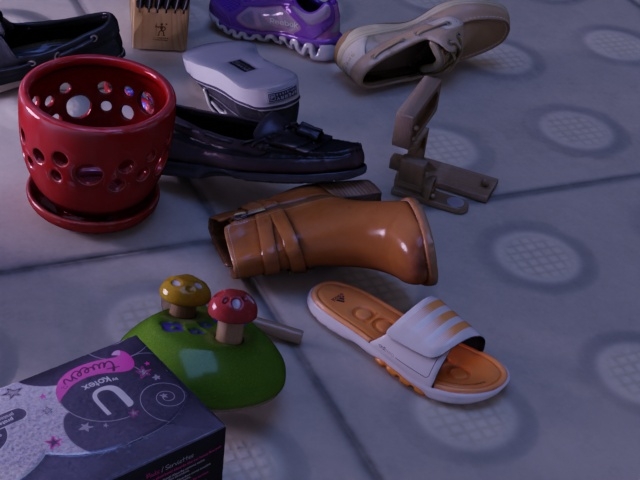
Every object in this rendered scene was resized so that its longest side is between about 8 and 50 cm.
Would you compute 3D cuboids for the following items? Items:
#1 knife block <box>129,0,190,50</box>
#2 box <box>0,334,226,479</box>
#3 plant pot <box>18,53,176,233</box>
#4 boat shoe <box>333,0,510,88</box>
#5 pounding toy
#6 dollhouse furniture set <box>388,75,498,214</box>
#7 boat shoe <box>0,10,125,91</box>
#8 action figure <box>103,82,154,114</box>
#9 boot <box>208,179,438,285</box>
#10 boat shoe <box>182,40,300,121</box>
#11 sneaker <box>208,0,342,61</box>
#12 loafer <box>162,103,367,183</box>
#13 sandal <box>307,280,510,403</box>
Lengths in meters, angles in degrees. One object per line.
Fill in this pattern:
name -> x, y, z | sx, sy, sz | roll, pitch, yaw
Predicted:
knife block -> -0.247, -0.430, 2.049 | 0.088, 0.242, 0.276 | 2, 35, -11
box -> -0.232, 0.216, 1.208 | 0.247, 0.142, 0.163 | -20, 43, -35
plant pot -> -0.278, -0.113, 1.645 | 0.191, 0.174, 0.191 | 5, 34, -3
boat shoe -> 0.175, -0.299, 2.072 | 0.302, 0.109, 0.098 | -14, 45, -20
pounding toy -> -0.115, 0.083, 1.407 | 0.183, 0.110, 0.237 | 12, 19, 8
dollhouse furniture set -> 0.172, -0.121, 1.769 | 0.123, 0.151, 0.144 | 19, 38, 15
boat shoe -> -0.449, -0.281, 1.906 | 0.340, 0.113, 0.127 | -2, 36, -14
action figure -> -0.266, -0.206, 1.912 | 0.115, 0.030, 0.038 | 34, 37, 30
boot -> 0.000, 0.000, 1.573 | 0.220, 0.109, 0.283 | -12, 28, -19
boat shoe -> -0.108, -0.209, 1.877 | 0.113, 0.105, 0.306 | -19, 28, -24
sneaker -> -0.066, -0.370, 2.122 | 0.236, 0.104, 0.095 | 17, 37, 15
loafer -> -0.088, -0.128, 1.707 | 0.302, 0.095, 0.109 | 3, 15, 22
sandal -> 0.094, 0.096, 1.504 | 0.265, 0.076, 0.102 | 28, 39, 26
